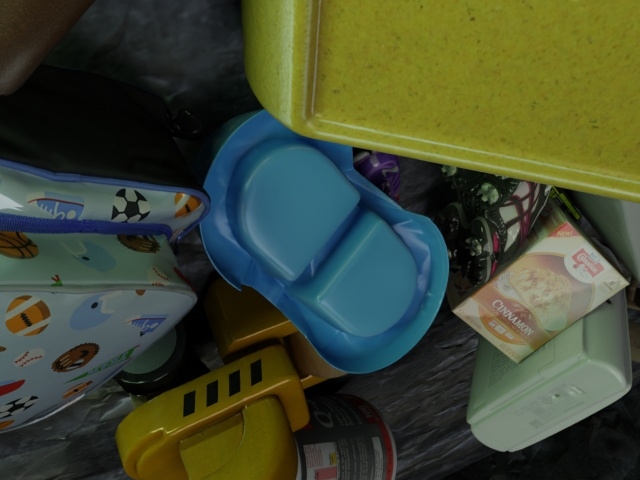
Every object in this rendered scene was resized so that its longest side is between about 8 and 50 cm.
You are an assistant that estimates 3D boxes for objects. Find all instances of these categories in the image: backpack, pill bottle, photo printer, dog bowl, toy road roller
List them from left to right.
[{"bbox_3d":[-0.229,0.015,0.435,0.263,0.213,0.276,-35,153,30],"label":"backpack"},{"bbox_3d":[-0.065,0.179,0.751,0.329,0.240,0.202,-23,149,-10],"label":"toy road roller"},{"bbox_3d":[-0.061,0.350,1.032,0.363,0.210,0.210,13,130,-48],"label":"pill bottle"},{"bbox_3d":[0.000,0.000,0.604,0.166,0.074,0.297,-52,125,-8],"label":"dog bowl"},{"bbox_3d":[0.350,0.146,1.025,0.107,0.307,0.256,35,130,-8],"label":"photo printer"}]

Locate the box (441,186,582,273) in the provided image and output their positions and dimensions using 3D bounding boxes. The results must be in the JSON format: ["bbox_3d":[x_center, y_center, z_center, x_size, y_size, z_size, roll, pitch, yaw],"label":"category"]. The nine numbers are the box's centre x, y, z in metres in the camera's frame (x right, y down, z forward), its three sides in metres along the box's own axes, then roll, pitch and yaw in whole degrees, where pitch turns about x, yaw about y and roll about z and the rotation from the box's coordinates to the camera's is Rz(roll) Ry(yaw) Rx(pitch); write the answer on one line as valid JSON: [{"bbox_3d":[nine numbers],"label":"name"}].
[{"bbox_3d":[0.255,-0.018,0.917,0.184,0.045,0.191,-42,146,16],"label":"box"}]

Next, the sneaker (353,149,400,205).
[{"bbox_3d":[0.067,-0.040,0.706,0.068,0.071,0.170,-25,148,-7],"label":"sneaker"}]

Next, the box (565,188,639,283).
[{"bbox_3d":[0.408,-0.112,0.782,0.215,0.168,0.345,-37,147,12],"label":"box"}]

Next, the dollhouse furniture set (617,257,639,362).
[{"bbox_3d":[0.529,0.076,1.170,0.212,0.161,0.242,48,58,-59],"label":"dollhouse furniture set"}]

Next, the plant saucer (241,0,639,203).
[{"bbox_3d":[0.109,-0.130,0.315,0.333,0.081,0.333,12,151,3],"label":"plant saucer"}]

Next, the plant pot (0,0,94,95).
[{"bbox_3d":[-0.151,-0.159,0.286,0.165,0.167,0.167,-38,148,29],"label":"plant pot"}]

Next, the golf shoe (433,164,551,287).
[{"bbox_3d":[0.200,-0.073,0.739,0.120,0.105,0.273,-28,144,-23],"label":"golf shoe"}]

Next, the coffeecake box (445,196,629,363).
[{"bbox_3d":[0.283,0.057,0.882,0.142,0.068,0.185,38,113,-23],"label":"coffeecake box"}]
